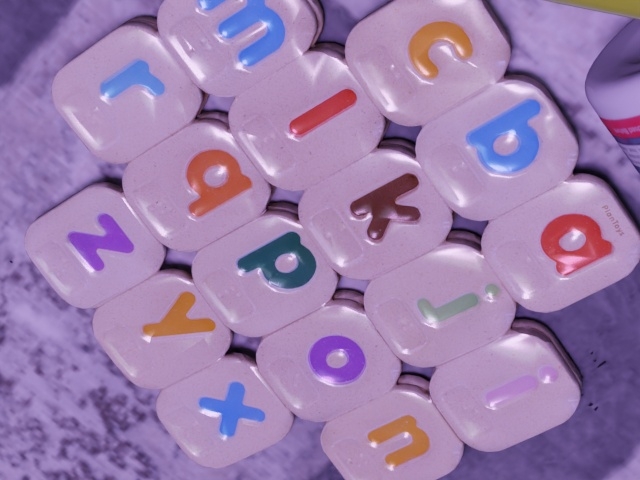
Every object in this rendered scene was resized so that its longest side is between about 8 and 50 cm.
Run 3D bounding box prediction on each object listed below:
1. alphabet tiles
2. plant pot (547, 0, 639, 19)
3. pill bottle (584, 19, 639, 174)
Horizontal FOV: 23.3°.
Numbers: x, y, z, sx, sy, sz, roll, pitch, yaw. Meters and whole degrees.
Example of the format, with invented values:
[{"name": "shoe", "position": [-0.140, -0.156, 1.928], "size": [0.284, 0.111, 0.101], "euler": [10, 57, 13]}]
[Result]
[{"name": "alphabet tiles", "position": [0.000, 0.000, 0.766], "size": [0.278, 0.021, 0.284], "euler": [-29, 106, 26]}, {"name": "plant pot", "position": [0.143, -0.195, 0.517], "size": [0.228, 0.227, 0.207], "euler": [12, 126, 8]}, {"name": "pill bottle", "position": [0.202, -0.024, 0.649], "size": [0.108, 0.108, 0.180], "euler": [-30, 106, 26]}]
